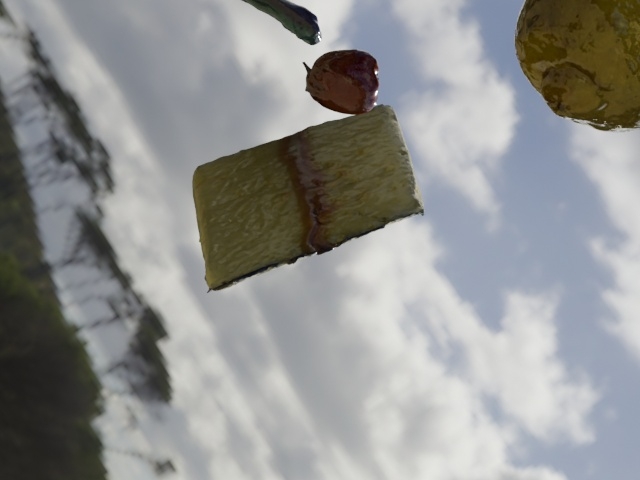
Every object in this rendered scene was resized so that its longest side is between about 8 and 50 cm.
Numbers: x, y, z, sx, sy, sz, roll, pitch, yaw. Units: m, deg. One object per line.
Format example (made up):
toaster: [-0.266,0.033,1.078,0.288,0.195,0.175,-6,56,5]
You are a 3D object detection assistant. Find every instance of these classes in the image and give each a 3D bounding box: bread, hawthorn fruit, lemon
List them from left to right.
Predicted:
bread: [0.000,0.000,2.260,0.405,0.345,0.242,-113,-169,-54]
hawthorn fruit: [0.024,-0.193,2.014,0.081,0.093,0.081,-179,-90,-85]
lemon: [0.405,-0.292,2.186,0.285,0.316,0.285,29,-49,40]

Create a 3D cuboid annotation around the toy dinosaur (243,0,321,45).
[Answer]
toy dinosaur: [-0.189,-0.349,1.689,0.383,0.129,0.331,38,-3,-42]
